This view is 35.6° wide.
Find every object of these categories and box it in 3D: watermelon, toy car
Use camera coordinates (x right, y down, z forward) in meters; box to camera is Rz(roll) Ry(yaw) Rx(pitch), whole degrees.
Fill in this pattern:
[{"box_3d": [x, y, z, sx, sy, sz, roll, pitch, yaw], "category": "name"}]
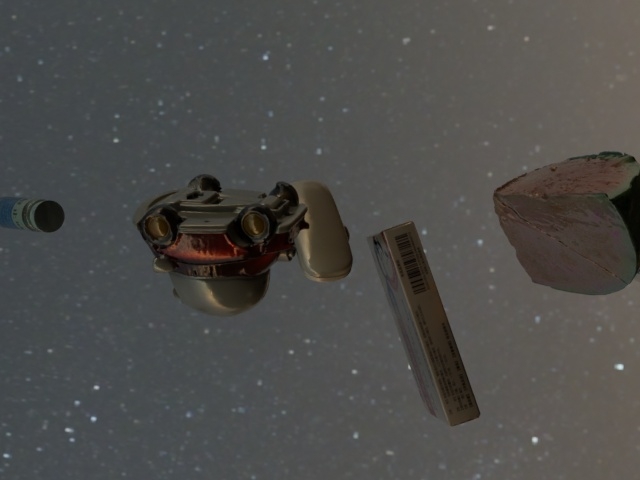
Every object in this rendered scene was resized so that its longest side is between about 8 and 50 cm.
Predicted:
[{"box_3d": [0.452, -0.065, 1.671, 0.319, 0.292, 0.222, 48, -117, -38], "category": "watermelon"}, {"box_3d": [-0.081, 0.011, 0.847, 0.112, 0.139, 0.112, -48, -41, -64], "category": "toy car"}]

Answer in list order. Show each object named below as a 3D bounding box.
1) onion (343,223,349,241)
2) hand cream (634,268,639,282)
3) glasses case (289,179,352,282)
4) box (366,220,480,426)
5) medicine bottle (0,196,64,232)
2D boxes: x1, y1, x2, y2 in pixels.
[{"box_3d": [0.000, 0.000, 1.966, 0.115, 0.115, 0.104, -8, -122, -55], "category": "onion"}, {"box_3d": [0.631, 0.032, 1.944, 0.083, 0.248, 0.133, 27, -92, -23], "category": "hand cream"}, {"box_3d": [-0.007, -0.017, 1.503, 0.051, 0.081, 0.204, 97, 164, -44], "category": "glasses case"}, {"box_3d": [0.177, 0.146, 1.778, 0.214, 0.069, 0.353, 146, 107, -84], "category": "box"}, {"box_3d": [-0.438, -0.039, 1.482, 0.051, 0.191, 0.051, -2, -86, -35], "category": "medicine bottle"}]
